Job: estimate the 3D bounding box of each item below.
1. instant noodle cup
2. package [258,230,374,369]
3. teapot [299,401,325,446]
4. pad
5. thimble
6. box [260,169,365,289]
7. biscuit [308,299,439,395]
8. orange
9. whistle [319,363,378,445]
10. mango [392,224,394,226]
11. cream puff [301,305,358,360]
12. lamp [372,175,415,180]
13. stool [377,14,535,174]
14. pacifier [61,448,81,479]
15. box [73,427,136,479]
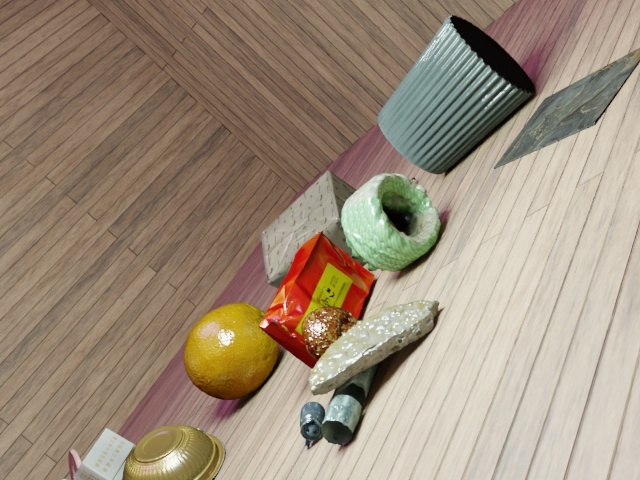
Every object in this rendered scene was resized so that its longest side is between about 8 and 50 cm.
[{"bbox_3d":[-0.368,0.513,2.002,0.273,0.091,0.274,-17,23,7],"label":"instant noodle cup"},{"bbox_3d":[-0.004,0.144,1.926,0.123,0.196,0.424,-47,9,30],"label":"package"},{"bbox_3d":[-0.021,0.349,1.608,0.063,0.049,0.083,-45,10,15],"label":"teapot"},{"bbox_3d":[0.535,-0.285,1.826,0.248,0.007,0.367,-51,10,-20],"label":"pad"},{"bbox_3d":[0.158,-0.042,1.918,0.150,0.219,0.219,-39,13,45],"label":"thimble"},{"bbox_3d":[0.000,0.000,2.341,0.297,0.190,0.225,-44,34,26],"label":"box"},{"bbox_3d":[0.090,0.186,1.561,0.289,0.038,0.141,-31,21,-10],"label":"biscuit"},{"bbox_3d":[-0.231,0.291,2.244,0.264,0.264,0.264,-46,10,10],"label":"orange"},{"bbox_3d":[0.069,0.253,1.566,0.062,0.062,0.312,-42,11,33],"label":"whistle"},{"bbox_3d":[0.207,-0.077,2.285,0.114,0.060,0.080,-43,7,47],"label":"mango"},{"bbox_3d":[0.034,0.193,1.710,0.084,0.149,0.149,-54,5,31],"label":"cream puff"},{"bbox_3d":[0.163,-0.117,2.492,0.253,0.118,0.118,-48,9,11],"label":"lamp"},{"bbox_3d":[0.345,-0.371,2.226,0.330,0.297,0.297,-48,8,27],"label":"stool"},{"bbox_3d":[-0.592,0.698,2.187,0.220,0.332,0.273,3,14,28],"label":"pacifier"},{"bbox_3d":[-0.478,0.589,2.111,0.067,0.233,0.149,-56,3,28],"label":"box"}]
